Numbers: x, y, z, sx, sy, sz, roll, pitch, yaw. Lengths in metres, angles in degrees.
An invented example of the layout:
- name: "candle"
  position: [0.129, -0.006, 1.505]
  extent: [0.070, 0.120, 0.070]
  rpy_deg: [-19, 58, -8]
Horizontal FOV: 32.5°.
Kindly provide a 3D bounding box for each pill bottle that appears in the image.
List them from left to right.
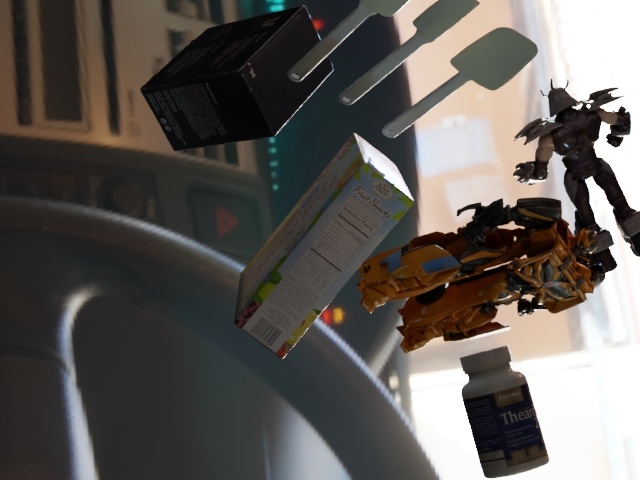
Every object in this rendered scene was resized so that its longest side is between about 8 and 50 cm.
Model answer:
- name: "pill bottle"
  position: [0.176, 0.166, 1.068]
  extent: [0.067, 0.067, 0.120]
  rpy_deg: [46, 29, -81]

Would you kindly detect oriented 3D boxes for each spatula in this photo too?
- name: "spatula"
  position: [0.078, -0.174, 1.059]
  extent: [0.242, 0.168, 0.019]
  rpy_deg: [-35, -149, 55]

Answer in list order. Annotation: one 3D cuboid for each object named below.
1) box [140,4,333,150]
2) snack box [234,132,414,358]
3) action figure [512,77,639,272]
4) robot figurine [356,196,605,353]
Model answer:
- name: "box"
  position: [-0.096, -0.189, 1.289]
  extent: [0.156, 0.158, 0.093]
  rpy_deg: [-53, 127, -42]
- name: "snack box"
  position: [0.000, 0.000, 1.134]
  extent: [0.070, 0.207, 0.174]
  rpy_deg: [36, 12, -11]
- name: "action figure"
  position: [0.370, -0.095, 1.540]
  extent: [0.099, 0.185, 0.285]
  rpy_deg: [-99, 164, -75]
- name: "robot figurine"
  position: [0.205, 0.048, 1.358]
  extent: [0.211, 0.291, 0.085]
  rpy_deg: [47, 37, -37]
